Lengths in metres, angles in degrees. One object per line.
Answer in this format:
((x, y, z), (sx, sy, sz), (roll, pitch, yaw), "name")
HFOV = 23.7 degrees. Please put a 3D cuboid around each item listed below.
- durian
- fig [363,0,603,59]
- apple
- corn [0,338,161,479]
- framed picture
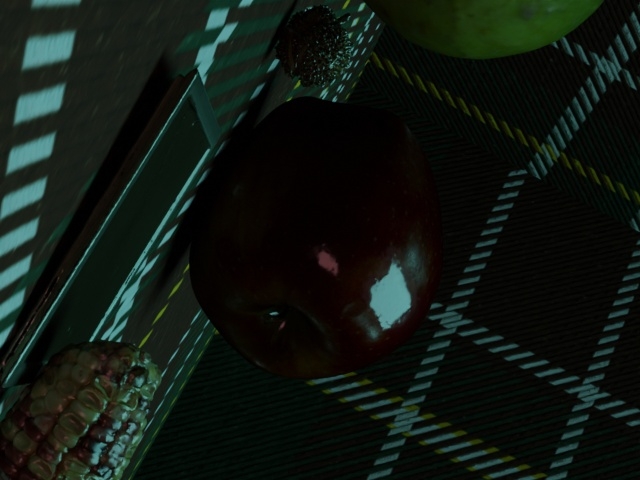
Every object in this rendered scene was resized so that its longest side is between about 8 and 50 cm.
((-0.002, -0.194, 1.511), (0.091, 0.080, 0.080), (-40, 176, -7), "durian")
((0.139, -0.295, 1.302), (0.258, 0.258, 0.326), (-62, 167, -7), "fig")
((0.000, 0.000, 1.669), (0.288, 0.288, 0.316), (117, -7, -46), "apple")
((-0.199, 0.186, 0.991), (0.289, 0.098, 0.098), (-61, 179, 3), "corn")
((-0.142, -0.003, 1.073), (0.232, 0.019, 0.296), (-59, 179, -5), "framed picture")
